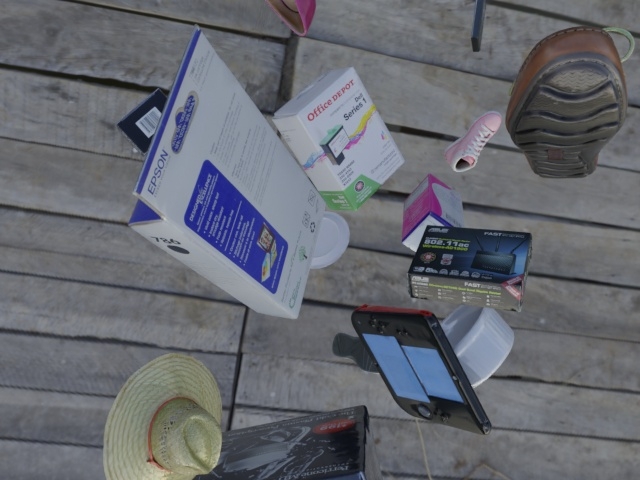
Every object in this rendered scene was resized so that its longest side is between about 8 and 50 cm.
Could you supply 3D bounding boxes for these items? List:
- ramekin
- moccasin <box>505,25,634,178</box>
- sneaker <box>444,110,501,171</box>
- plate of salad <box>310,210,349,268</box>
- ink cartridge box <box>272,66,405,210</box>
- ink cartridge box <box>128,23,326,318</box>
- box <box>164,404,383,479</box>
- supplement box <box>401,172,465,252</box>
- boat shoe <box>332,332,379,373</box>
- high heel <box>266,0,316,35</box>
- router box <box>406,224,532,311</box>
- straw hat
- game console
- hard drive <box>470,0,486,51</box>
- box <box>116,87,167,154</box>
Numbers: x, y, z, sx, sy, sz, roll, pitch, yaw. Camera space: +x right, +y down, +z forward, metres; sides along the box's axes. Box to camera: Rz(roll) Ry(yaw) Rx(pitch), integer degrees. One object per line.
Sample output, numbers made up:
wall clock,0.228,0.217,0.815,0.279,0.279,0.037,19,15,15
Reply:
ramekin,0.423,0.304,1.660,0.135,0.277,0.277,43,99,-1
moccasin,0.319,-0.181,0.733,0.139,0.380,0.147,2,86,28
sneaker,0.299,-0.184,1.109,0.051,0.070,0.134,31,124,-26
plate of salad,0.000,0.000,1.800,0.199,0.200,0.048,-32,146,4
ink cartridge box,0.048,-0.241,1.382,0.201,0.117,0.278,-45,117,-22
ink cartridge box,-0.090,-0.044,0.599,0.065,0.333,0.166,6,68,23
box,-0.079,0.397,0.850,0.342,0.312,0.179,-12,89,4
supplement box,0.280,-0.055,1.431,0.111,0.220,0.114,34,122,-11
boat shoe,0.166,0.400,2.046,0.103,0.320,0.118,18,81,-33
high heel,-0.097,-0.415,0.873,0.082,0.117,0.244,-14,156,33
router box,0.166,0.027,0.638,0.122,0.092,0.038,6,129,23
straw hat,-0.123,0.180,0.524,0.061,0.144,0.145,7,114,38
game console,0.260,0.345,1.567,0.060,0.342,0.387,-37,106,-26
hard drive,0.441,-0.609,1.606,0.022,0.094,0.135,7,85,19
box,-0.476,-0.324,1.611,0.153,0.207,0.108,-44,107,-10
